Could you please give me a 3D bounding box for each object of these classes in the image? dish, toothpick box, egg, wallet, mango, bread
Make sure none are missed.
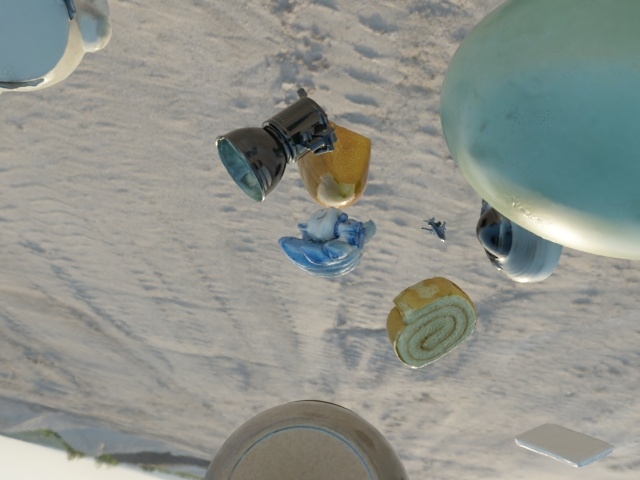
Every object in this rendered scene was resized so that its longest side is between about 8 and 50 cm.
[{"bbox_3d":[0.439,-0.026,1.304,0.134,0.273,0.273,-7,156,-12],"label":"dish"},{"bbox_3d":[-0.027,0.527,1.035,0.409,0.408,0.425,9,151,10],"label":"toothpick box"},{"bbox_3d":[0.314,-0.120,0.553,0.389,0.275,0.276,11,154,-9],"label":"egg"},{"bbox_3d":[0.536,0.450,1.193,0.124,0.031,0.183,-8,-177,-27],"label":"wallet"},{"bbox_3d":[0.041,-0.195,1.379,0.201,0.350,0.199,-19,128,4],"label":"mango"},{"bbox_3d":[0.176,0.128,0.889,0.149,0.073,0.122,-33,116,4],"label":"bread"}]

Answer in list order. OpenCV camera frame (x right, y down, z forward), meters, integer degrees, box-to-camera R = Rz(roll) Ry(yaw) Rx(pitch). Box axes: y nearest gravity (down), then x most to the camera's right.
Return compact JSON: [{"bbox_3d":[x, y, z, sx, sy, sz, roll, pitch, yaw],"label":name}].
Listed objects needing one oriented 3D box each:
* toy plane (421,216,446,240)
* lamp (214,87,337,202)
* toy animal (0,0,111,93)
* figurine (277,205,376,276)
[{"bbox_3d":[0.314,-0.031,1.458,0.083,0.031,0.079,43,146,-25],"label":"toy plane"},{"bbox_3d":[-0.064,-0.193,1.039,0.172,0.227,0.147,31,152,48],"label":"lamp"},{"bbox_3d":[-0.413,-0.308,0.743,0.310,0.247,0.182,40,155,59],"label":"toy animal"},{"bbox_3d":[0.000,0.000,0.600,0.114,0.114,0.079,1,116,25],"label":"figurine"}]
